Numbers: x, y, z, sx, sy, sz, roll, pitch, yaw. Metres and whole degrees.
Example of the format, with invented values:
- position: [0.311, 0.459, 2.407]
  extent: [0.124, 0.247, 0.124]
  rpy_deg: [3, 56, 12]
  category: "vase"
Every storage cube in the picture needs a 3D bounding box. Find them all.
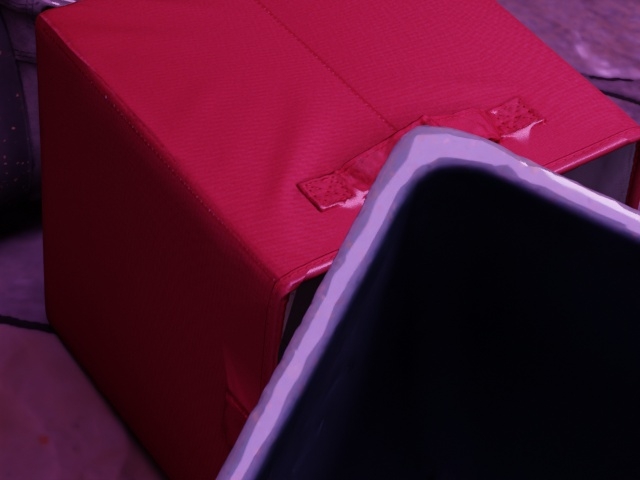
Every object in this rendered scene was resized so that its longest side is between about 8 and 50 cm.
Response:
- position: [0.000, 0.000, 0.865]
  extent: [0.184, 0.215, 0.193]
  rpy_deg: [-23, 50, -26]
  category: "storage cube"

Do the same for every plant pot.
- position: [0.084, 0.157, 0.695]
  extent: [0.247, 0.252, 0.247]
  rpy_deg: [25, 68, 10]
  category: "plant pot"

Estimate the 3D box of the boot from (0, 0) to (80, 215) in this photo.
- position: [-0.096, -0.178, 0.931]
  extent: [0.223, 0.338, 0.118]
  rpy_deg: [-16, 38, -20]
  category: "boot"
